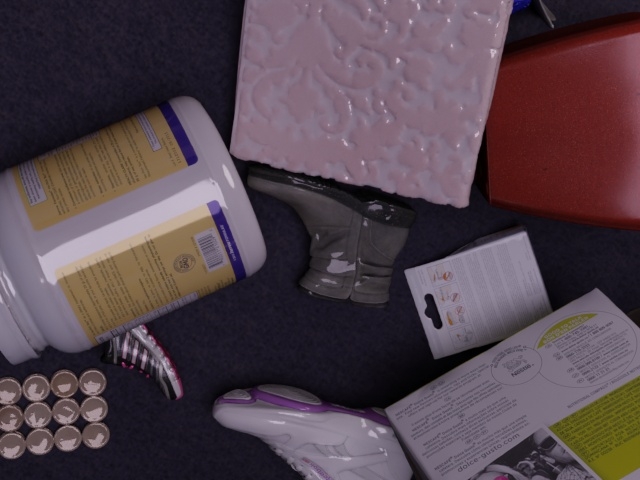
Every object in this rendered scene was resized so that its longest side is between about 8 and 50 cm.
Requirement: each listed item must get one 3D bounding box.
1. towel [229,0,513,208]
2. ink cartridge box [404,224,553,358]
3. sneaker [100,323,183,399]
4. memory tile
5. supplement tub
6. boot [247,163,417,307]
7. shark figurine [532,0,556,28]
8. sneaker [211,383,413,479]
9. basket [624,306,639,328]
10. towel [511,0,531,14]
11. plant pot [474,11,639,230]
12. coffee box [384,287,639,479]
[{"bbox_3d":[0.058,-0.222,1.490,0.331,0.053,0.317,14,111,15],"label":"towel"},{"bbox_3d":[0.224,0.074,1.695,0.179,0.045,0.145,-18,104,10],"label":"ink cartridge box"},{"bbox_3d":[-0.248,0.149,1.582,0.075,0.063,0.170,-37,100,-5],"label":"sneaker"},{"bbox_3d":[-0.355,0.228,1.596,0.148,0.012,0.113,-5,100,-11],"label":"memory tile"},{"bbox_3d":[-0.257,-0.009,1.459,0.331,0.241,0.241,-24,104,-7],"label":"supplement tub"},{"bbox_3d":[0.000,0.000,1.605,0.246,0.083,0.161,18,101,-13],"label":"boot"},{"bbox_3d":[0.352,-0.424,1.593,0.278,0.116,0.166,-44,104,-4],"label":"shark figurine"},{"bbox_3d":[-0.006,0.286,1.630,0.305,0.114,0.152,16,95,-15],"label":"sneaker"},{"bbox_3d":[0.534,0.187,1.676,0.204,0.227,0.154,11,97,-14],"label":"basket"},{"bbox_3d":[0.111,-0.357,1.567,0.308,0.076,0.228,-22,104,-8],"label":"towel"},{"bbox_3d":[0.321,-0.154,1.569,0.235,0.267,0.267,-4,101,3],"label":"plant pot"},{"bbox_3d":[0.337,0.335,1.556,0.338,0.334,0.338,-30,128,-6],"label":"coffee box"}]
